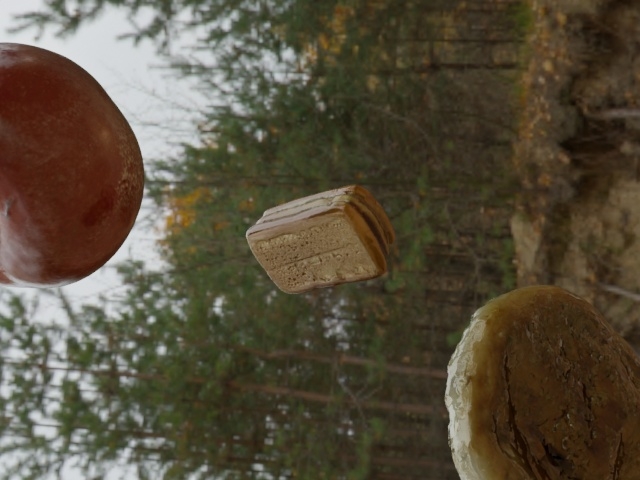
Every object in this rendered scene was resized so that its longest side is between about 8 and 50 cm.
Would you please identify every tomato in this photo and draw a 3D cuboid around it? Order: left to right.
[{"bbox_3d":[-0.316,-0.084,0.881,0.227,0.270,0.270,-52,-30,-39],"label":"tomato"}]

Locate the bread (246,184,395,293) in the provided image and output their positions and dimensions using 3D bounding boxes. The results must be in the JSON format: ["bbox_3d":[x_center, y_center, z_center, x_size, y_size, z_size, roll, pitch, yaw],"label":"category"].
[{"bbox_3d":[0.000,0.000,1.064,0.116,0.200,0.077,51,-133,-25],"label":"bread"}]

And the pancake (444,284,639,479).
[{"bbox_3d":[0.274,0.227,0.871,0.082,0.387,0.387,-28,47,47],"label":"pancake"}]
